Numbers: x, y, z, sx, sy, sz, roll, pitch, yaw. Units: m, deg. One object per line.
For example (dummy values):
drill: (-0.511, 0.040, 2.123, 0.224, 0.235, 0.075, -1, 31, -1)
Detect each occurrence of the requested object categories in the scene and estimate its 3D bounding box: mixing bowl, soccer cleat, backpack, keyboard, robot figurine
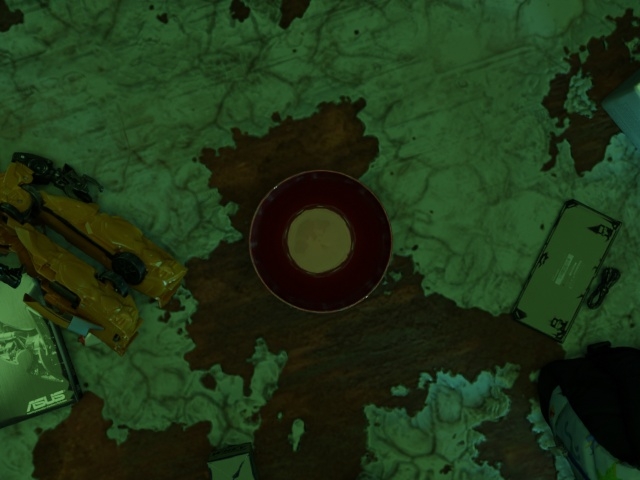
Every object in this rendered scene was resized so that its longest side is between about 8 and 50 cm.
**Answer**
mixing bowl: (0.000, 0.000, 1.691, 0.181, 0.098, 0.181, 0, 91, -1)
soccer cleat: (-0.303, 0.098, 1.721, 0.035, 0.029, 0.083, -2, 94, -10)
backpack: (0.433, 0.265, 1.577, 0.290, 0.355, 0.273, -4, 91, -2)
keyboard: (0.338, 0.046, 1.739, 0.108, 0.023, 0.180, 26, 91, 5)
robot figurine: (-0.329, 0.012, 1.659, 0.291, 0.085, 0.211, 34, 47, 5)

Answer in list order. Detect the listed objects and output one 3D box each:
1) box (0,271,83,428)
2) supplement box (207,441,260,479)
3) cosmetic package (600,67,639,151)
box: (-0.447, 0.160, 1.702, 0.231, 0.056, 0.183, -19, 91, -2)
supplement box: (-0.108, 0.313, 1.697, 0.056, 0.083, 0.083, -13, 91, -1)
cosmetic package: (0.476, -0.174, 1.659, 0.151, 0.184, 0.151, -40, 92, -1)
